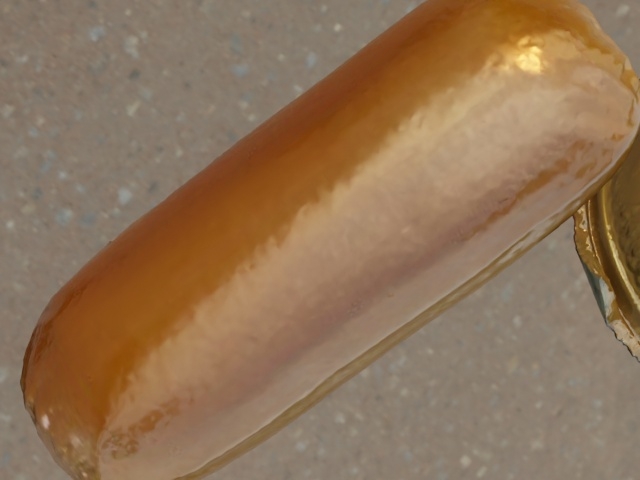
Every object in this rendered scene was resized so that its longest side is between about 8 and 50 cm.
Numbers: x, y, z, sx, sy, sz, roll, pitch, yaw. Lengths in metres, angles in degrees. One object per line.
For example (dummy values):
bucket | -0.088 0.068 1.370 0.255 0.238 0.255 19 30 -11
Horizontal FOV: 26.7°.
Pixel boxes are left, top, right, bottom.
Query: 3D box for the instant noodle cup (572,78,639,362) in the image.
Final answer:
instant noodle cup | 0.302 -0.012 0.885 0.274 0.274 0.091 -26 169 -30

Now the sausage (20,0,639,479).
sausage | 0.000 0.001 0.537 0.274 0.105 0.105 -37 142 6
